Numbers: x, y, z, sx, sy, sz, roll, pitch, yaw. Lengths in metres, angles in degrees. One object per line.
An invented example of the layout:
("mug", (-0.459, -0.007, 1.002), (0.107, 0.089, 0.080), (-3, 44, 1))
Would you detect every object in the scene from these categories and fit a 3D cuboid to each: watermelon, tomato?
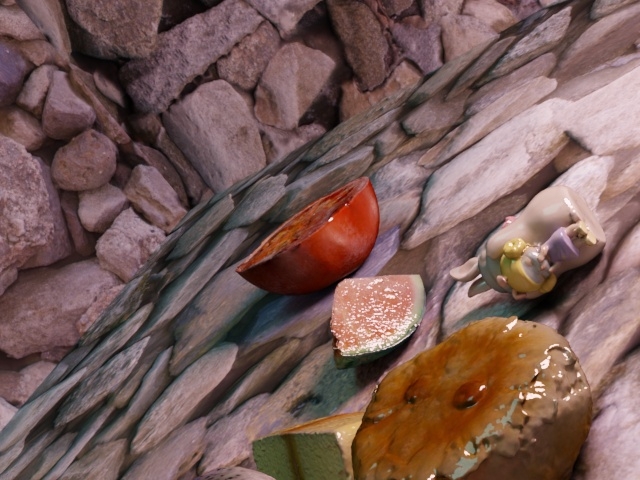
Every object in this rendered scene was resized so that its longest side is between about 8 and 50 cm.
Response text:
("watermelon", (0.104, 0.138, 1.746), (0.146, 0.128, 0.231), (-6, 40, 12))
("tomato", (0.003, 0.012, 2.207), (0.338, 0.144, 0.338), (-34, 12, 8))

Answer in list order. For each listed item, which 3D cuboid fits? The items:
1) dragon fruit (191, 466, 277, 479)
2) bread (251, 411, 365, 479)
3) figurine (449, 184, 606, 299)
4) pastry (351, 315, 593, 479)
("dragon fruit", (-0.091, 0.386, 1.175), (0.283, 0.221, 0.204), (-30, 14, -29))
("bread", (0.037, 0.317, 1.503), (0.178, 0.135, 0.240), (-9, -6, -37))
("figurine", (0.296, 0.030, 1.562), (0.235, 0.127, 0.155), (-38, 25, 23))
("pastry", (0.179, 0.221, 1.244), (0.329, 0.136, 0.329), (-34, 19, 14))
